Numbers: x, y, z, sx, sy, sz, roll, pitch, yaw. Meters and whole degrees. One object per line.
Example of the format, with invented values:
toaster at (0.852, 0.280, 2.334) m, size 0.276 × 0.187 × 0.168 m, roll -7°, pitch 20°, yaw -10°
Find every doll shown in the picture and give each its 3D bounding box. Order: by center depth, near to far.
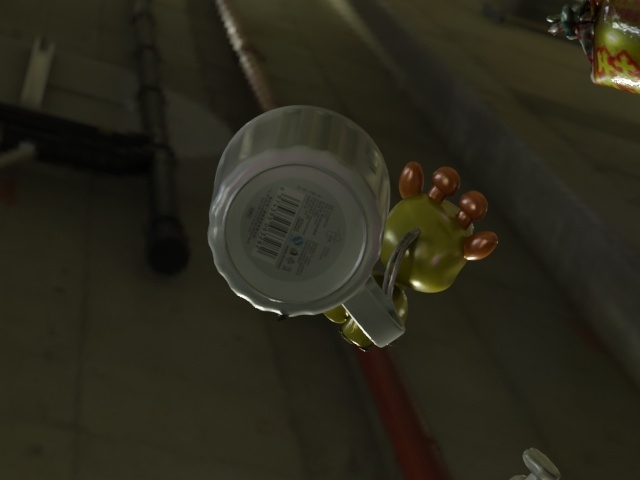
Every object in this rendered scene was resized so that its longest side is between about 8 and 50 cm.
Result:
doll at (0.111, 0.168, 0.950) m, size 0.040 × 0.085 × 0.058 m, roll 42°, pitch -148°, yaw 17°
doll at (0.101, 0.016, 1.785) m, size 0.143 × 0.221 × 0.135 m, roll 47°, pitch -159°, yaw 22°

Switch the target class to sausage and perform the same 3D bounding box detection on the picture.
sausage at (0.347, -0.181, 1.434) m, size 0.317 × 0.125 × 0.117 m, roll 19°, pitch -131°, yaw 34°

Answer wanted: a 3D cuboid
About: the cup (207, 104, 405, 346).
cup at (0.004, -0.015, 1.394) m, size 0.221 × 0.167 × 0.202 m, roll 26°, pitch -169°, yaw -4°
